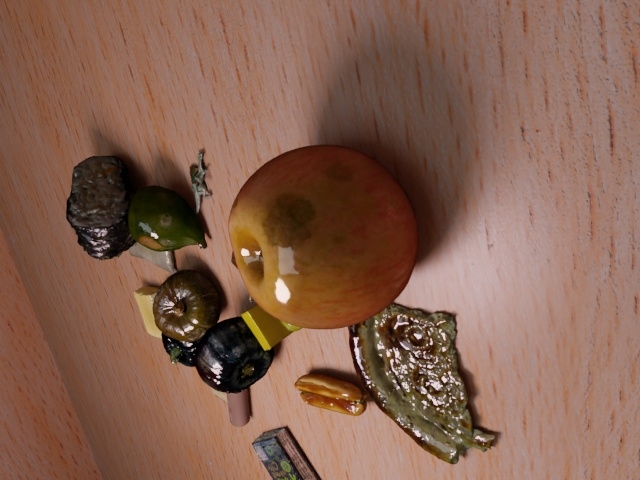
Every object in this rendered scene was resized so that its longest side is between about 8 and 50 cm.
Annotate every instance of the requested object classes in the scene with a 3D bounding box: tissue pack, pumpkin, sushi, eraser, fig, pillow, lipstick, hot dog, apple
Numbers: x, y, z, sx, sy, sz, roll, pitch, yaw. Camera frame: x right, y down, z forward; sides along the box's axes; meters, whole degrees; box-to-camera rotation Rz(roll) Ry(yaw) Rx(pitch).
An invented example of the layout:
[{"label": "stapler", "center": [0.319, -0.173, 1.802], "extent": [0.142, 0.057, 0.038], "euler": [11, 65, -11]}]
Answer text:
[{"label": "tissue pack", "center": [-0.109, 0.725, 1.750], "extent": [0.235, 0.073, 0.173], "euler": [56, 138, 4]}, {"label": "pumpkin", "center": [-0.439, 0.329, 1.802], "extent": [0.194, 0.150, 0.194], "euler": [1, 92, 37]}, {"label": "sushi", "center": [-0.665, -0.107, 1.686], "extent": [0.171, 0.211, 0.350], "euler": [91, 158, -48]}, {"label": "eraser", "center": [-0.143, 0.225, 1.486], "extent": [0.045, 0.097, 0.122], "euler": [-34, 88, 48]}, {"label": "fig", "center": [-0.435, -0.051, 1.580], "extent": [0.245, 0.195, 0.195], "euler": [18, 133, -8]}, {"label": "pillow", "center": [-0.568, 0.020, 1.818], "extent": [0.229, 0.050, 0.148], "euler": [19, 131, 32]}, {"label": "lipstick", "center": [-0.273, 0.496, 1.782], "extent": [0.070, 0.070, 0.254], "euler": [22, 126, 34]}, {"label": "hot dog", "center": [0.027, 0.400, 1.442], "extent": [0.249, 0.068, 0.100], "euler": [-4, 119, 48]}, {"label": "apple", "center": [0.000, 0.000, 1.051], "extent": [0.364, 0.364, 0.364], "euler": [22, 126, 34]}, {"label": "pumpkin", "center": [-0.241, 0.324, 1.539], "extent": [0.163, 0.233, 0.233], "euler": [42, 137, 37]}, {"label": "pumpkin", "center": [-0.410, 0.207, 1.652], "extent": [0.219, 0.162, 0.219], "euler": [0, 89, 13]}]

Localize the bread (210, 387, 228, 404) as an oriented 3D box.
[{"label": "bread", "center": [-0.340, 0.508, 1.877], "extent": [0.129, 0.044, 0.126], "euler": [15, 129, 35]}]

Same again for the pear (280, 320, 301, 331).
[{"label": "pear", "center": [-0.070, 0.189, 1.395], "extent": [0.097, 0.092, 0.092], "euler": [36, 141, -17]}]

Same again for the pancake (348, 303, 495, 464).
[{"label": "pancake", "center": [0.209, 0.322, 1.225], "extent": [0.305, 0.067, 0.427], "euler": [-12, 102, 45]}]

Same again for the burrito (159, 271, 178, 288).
[{"label": "burrito", "center": [-0.496, 0.160, 1.818], "extent": [0.064, 0.064, 0.203], "euler": [57, 139, 3]}]

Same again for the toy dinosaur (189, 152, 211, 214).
[{"label": "toy dinosaur", "center": [-0.344, -0.160, 1.512], "extent": [0.106, 0.044, 0.187], "euler": [64, 153, 15]}]

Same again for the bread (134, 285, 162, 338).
[{"label": "bread", "center": [-0.593, 0.258, 1.961], "extent": [0.125, 0.068, 0.188], "euler": [5, 116, 42]}]

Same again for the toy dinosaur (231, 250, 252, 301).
[{"label": "toy dinosaur", "center": [-0.126, 0.067, 1.399], "extent": [0.327, 0.113, 0.207], "euler": [-16, 74, 37]}]
